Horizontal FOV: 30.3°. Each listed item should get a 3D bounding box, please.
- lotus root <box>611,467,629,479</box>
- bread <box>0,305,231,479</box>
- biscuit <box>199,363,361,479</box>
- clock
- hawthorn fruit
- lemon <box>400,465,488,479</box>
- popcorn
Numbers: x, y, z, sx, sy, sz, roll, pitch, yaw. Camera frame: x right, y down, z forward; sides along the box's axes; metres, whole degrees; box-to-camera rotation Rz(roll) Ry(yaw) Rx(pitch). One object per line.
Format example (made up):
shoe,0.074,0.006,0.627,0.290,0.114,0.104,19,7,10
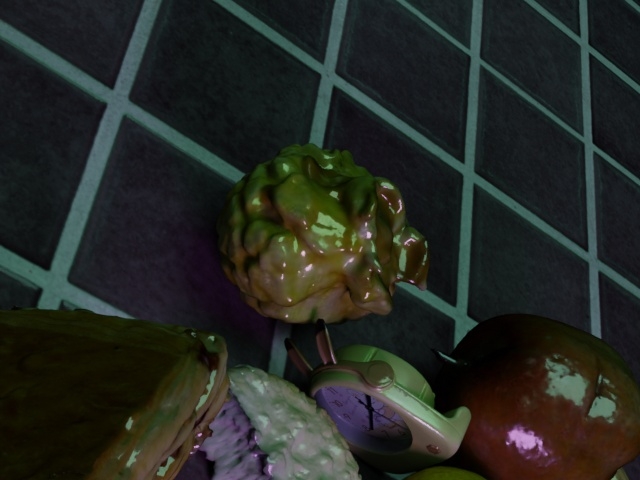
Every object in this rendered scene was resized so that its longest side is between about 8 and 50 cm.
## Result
lotus root,0.428,0.365,1.778,0.073,0.062,0.150,-6,67,-54
bread,-0.258,0.201,1.106,0.324,0.277,0.167,-56,150,-55
biscuit,-0.036,0.258,1.384,0.179,0.084,0.281,-24,80,-49
clock,0.058,0.191,1.455,0.232,0.170,0.069,40,55,-12
hawthorn fruit,0.261,0.226,1.563,0.301,0.268,0.267,27,46,-18
lemon,0.154,0.362,1.422,0.203,0.178,0.178,21,49,-34
popcorn,0.000,0.000,1.483,0.270,0.224,0.258,13,12,-17
